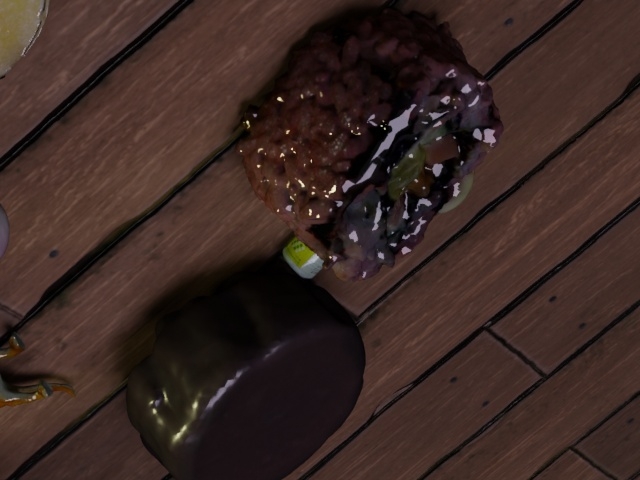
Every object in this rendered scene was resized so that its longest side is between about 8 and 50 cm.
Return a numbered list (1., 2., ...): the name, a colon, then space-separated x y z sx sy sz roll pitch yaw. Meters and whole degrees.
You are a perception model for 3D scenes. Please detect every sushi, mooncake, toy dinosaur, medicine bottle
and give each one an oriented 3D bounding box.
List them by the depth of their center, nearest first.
1. sushi: 0.067 -0.098 1.912 0.236 0.171 0.270 23 111 -46
2. toy dinosaur: -0.364 0.166 1.993 0.142 0.057 0.212 -26 141 10
3. medicine bottle: 0.000 0.000 2.067 0.083 0.047 0.047 -46 140 16
4. mooncake: -0.084 0.159 2.106 0.283 0.141 0.283 -27 145 -21

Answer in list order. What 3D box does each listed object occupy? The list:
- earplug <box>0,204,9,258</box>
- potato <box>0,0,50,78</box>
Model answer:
1. earplug: -0.432 0.030 1.729 0.301 0.172 0.172 -21 140 -24
2. potato: -0.333 -0.213 1.592 0.200 0.081 0.164 11 116 -45
